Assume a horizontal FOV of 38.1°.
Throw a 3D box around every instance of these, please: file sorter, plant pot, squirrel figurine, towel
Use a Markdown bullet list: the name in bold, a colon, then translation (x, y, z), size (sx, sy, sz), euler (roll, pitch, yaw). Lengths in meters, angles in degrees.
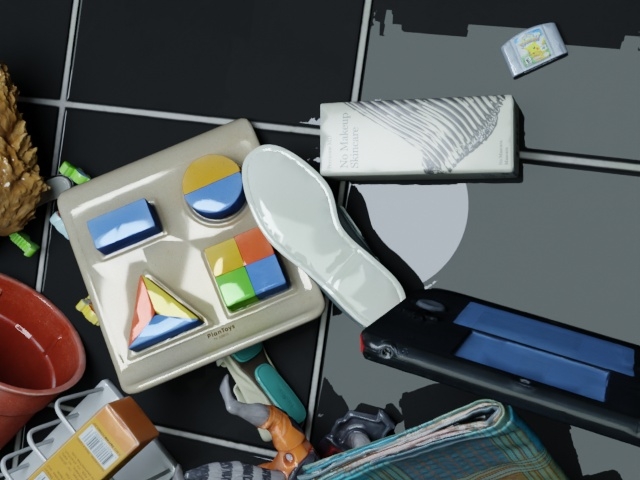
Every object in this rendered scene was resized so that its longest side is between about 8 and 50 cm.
- **file sorter**: translation (-0.401, 0.387, 1.439), size (0.278, 0.173, 0.193), euler (-45, 78, 11)
- **plant pot**: translation (-0.557, 0.227, 1.458), size (0.272, 0.272, 0.265), euler (44, 110, 13)
- **squirrel figurine**: translation (-0.603, -0.174, 1.474), size (0.397, 0.281, 0.370), euler (-15, 70, 26)
- **towel**: translation (0.175, 0.328, 1.188), size (0.272, 0.370, 0.040), euler (-25, 48, 16)

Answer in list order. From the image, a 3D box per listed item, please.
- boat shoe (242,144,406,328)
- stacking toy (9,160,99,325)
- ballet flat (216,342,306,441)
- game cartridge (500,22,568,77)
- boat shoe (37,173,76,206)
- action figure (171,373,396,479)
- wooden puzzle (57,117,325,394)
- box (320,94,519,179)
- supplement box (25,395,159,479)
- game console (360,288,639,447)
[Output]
- **boat shoe**: translation (0.000, 0.000, 1.346), size (0.116, 0.099, 0.319), euler (-41, 85, -3)
- **stacking toy**: translation (-0.380, 0.003, 1.482), size (0.221, 0.052, 0.167), euler (43, 103, 4)
- **ballet flat**: translation (-0.115, 0.193, 1.408), size (0.086, 0.086, 0.248), euler (-32, 81, 14)
- **game cartridge**: translation (0.302, -0.273, 1.318), size (0.083, 0.017, 0.056), euler (-24, 79, 15)
- **boat shoe**: translation (-0.462, -0.083, 1.535), size (0.125, 0.038, 0.046), euler (-18, 103, 16)
- **action figure**: translation (-0.046, 0.380, 1.315), size (0.330, 0.178, 0.341), euler (25, 102, -7)
- **wooden puzzle**: translation (-0.200, 0.010, 1.368), size (0.322, 0.080, 0.347), euler (-23, 73, -1)
- **box**: translation (0.141, -0.143, 1.323), size (0.275, 0.094, 0.113), euler (-1, 89, 16)
- **supplement box**: translation (-0.339, 0.322, 1.293), size (0.233, 0.078, 0.080), euler (-41, 81, 10)
- **game console**: translation (0.269, 0.148, 1.151), size (0.387, 0.342, 0.060), euler (16, 97, 17)
